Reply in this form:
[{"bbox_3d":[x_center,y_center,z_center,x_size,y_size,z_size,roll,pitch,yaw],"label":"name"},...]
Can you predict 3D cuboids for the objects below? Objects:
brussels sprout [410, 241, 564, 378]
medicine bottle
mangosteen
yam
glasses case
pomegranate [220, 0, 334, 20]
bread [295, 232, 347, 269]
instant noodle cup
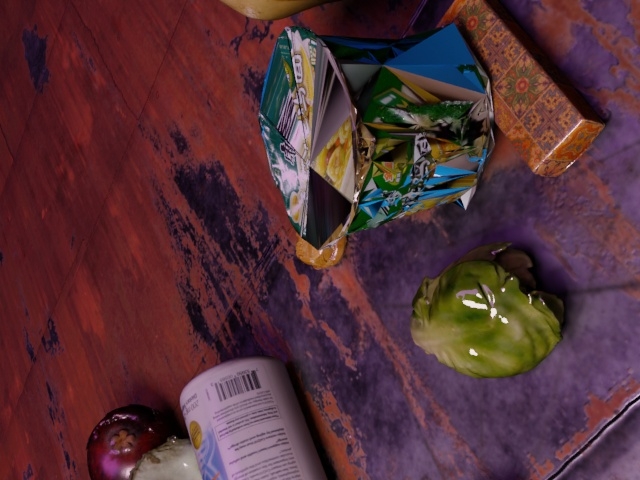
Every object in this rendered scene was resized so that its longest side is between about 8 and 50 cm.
[{"bbox_3d":[0.166,0.083,0.774,0.181,0.100,0.139,-28,86,33],"label":"brussels sprout"},{"bbox_3d":[-0.077,0.311,0.988,0.157,0.157,0.288,-46,55,37],"label":"medicine bottle"},{"bbox_3d":[-0.323,0.377,1.281,0.166,0.166,0.180,55,151,35],"label":"mangosteen"},{"bbox_3d":[-0.231,0.446,1.115,0.195,0.195,0.300,60,136,32],"label":"yam"},{"bbox_3d":[0.200,-0.171,0.774,0.075,0.049,0.218,-52,52,36],"label":"glasses case"},{"bbox_3d":[-0.038,-0.426,0.869,0.332,0.332,0.332,-3,86,49],"label":"pomegranate"},{"bbox_3d":[0.000,0.000,1.001,0.083,0.046,0.081,-51,47,37],"label":"bread"},{"bbox_3d":[0.060,-0.118,0.800,0.240,0.178,0.240,39,134,54],"label":"instant noodle cup"}]
